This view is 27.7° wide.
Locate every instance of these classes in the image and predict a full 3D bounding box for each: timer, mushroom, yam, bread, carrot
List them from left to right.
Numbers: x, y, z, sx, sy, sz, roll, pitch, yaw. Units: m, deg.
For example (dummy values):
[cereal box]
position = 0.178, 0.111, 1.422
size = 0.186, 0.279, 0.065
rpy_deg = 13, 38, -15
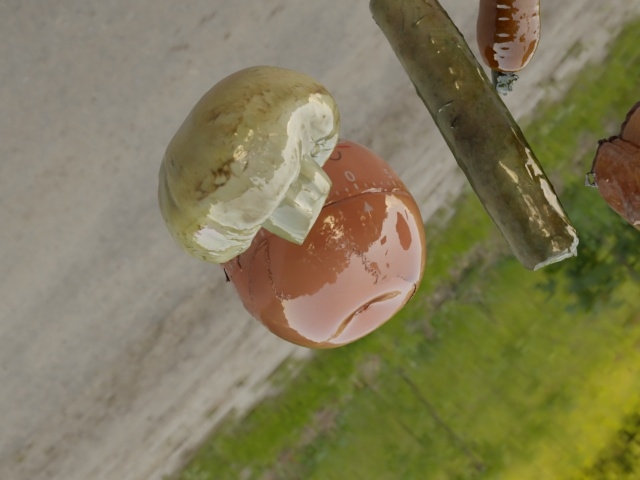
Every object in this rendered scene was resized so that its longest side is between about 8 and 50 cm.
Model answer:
[mushroom]
position = -0.047, -0.050, 0.879
size = 0.148, 0.112, 0.148
rpy_deg = -60, 179, -2
[timer]
position = 0.000, 0.000, 1.460
size = 0.229, 0.215, 0.230
rpy_deg = -28, 157, -13
[yam]
position = 0.140, -0.112, 1.200
size = 0.071, 0.317, 0.067
rpy_deg = -22, 162, -22
[carrot]
position = 0.201, -0.308, 1.333
size = 0.069, 0.069, 0.336
rpy_deg = -29, 129, -45
[bread]
position = 0.425, -0.082, 1.468
size = 0.244, 0.123, 0.190
rpy_deg = -20, 123, -26
